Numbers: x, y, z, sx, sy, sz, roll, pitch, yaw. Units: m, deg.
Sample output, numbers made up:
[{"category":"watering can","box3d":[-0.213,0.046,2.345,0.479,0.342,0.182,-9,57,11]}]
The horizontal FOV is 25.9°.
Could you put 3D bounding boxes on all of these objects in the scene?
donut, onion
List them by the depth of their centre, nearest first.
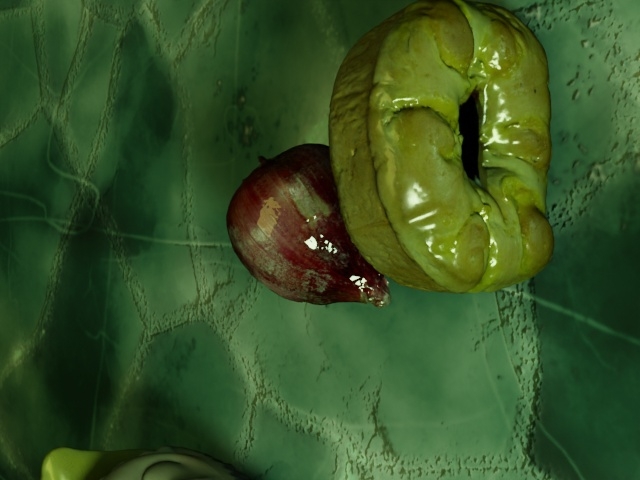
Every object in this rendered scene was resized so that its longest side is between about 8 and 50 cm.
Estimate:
[{"category":"donut","box3d":[0.104,-0.083,1.209,0.128,0.208,0.261,-8,80,48]},{"category":"onion","box3d":[0.000,0.000,1.368,0.195,0.159,0.159,49,125,18]}]

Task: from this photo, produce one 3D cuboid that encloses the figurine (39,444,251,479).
[{"category":"figurine","box3d":[-0.134,0.421,1.437,0.378,0.266,0.361,24,114,45]}]
